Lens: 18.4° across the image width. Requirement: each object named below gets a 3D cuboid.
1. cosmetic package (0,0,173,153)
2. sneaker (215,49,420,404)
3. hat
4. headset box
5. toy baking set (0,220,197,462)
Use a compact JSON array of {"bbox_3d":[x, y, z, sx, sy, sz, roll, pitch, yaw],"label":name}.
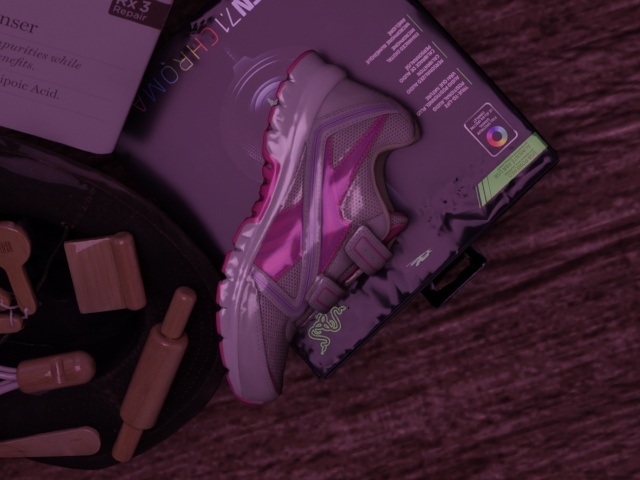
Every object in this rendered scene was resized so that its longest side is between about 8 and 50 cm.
[{"bbox_3d":[-0.177,-0.269,1.310,0.217,0.156,0.385,13,127,-16],"label":"cosmetic package"},{"bbox_3d":[0.000,0.000,1.389,0.111,0.103,0.252,17,97,6],"label":"sneaker"},{"bbox_3d":[-0.223,0.020,1.513,0.331,0.134,0.331,2,127,3],"label":"hat"},{"bbox_3d":[0.011,-0.068,1.501,0.246,0.131,0.283,-42,90,7],"label":"headset box"},{"bbox_3d":[-0.203,0.086,1.463,0.196,0.030,0.256,18,121,-1],"label":"toy baking set"}]
